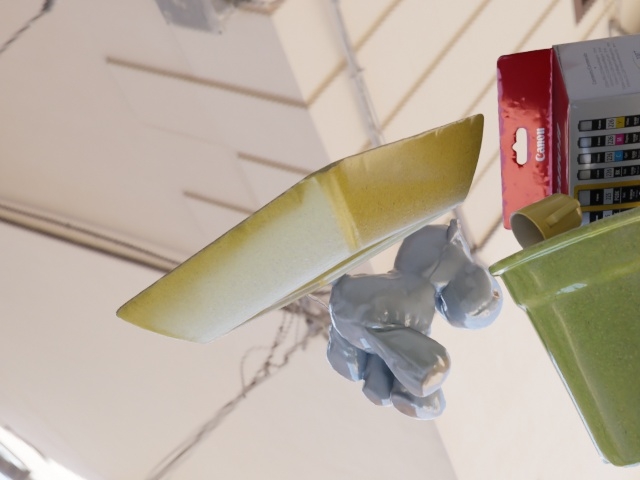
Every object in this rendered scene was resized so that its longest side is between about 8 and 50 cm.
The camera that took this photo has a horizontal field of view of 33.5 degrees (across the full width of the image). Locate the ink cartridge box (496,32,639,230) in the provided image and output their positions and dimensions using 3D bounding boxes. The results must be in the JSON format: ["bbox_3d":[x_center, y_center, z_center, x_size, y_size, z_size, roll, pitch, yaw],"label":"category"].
[{"bbox_3d":[0.368,-0.095,1.345,0.272,0.309,0.130,-7,-138,6],"label":"ink cartridge box"}]

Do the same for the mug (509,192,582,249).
[{"bbox_3d":[0.255,-0.019,1.159,0.064,0.062,0.078,-31,-156,-17],"label":"mug"}]

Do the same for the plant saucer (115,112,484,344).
[{"bbox_3d":[0.000,0.000,1.134,0.333,0.333,0.081,-33,-95,37],"label":"plant saucer"}]

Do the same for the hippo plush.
[{"bbox_3d":[0.127,0.093,1.566,0.294,0.234,0.236,45,-115,7],"label":"hippo plush"}]

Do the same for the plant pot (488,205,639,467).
[{"bbox_3d":[0.357,0.104,1.175,0.276,0.276,0.253,-18,-99,5],"label":"plant pot"}]
